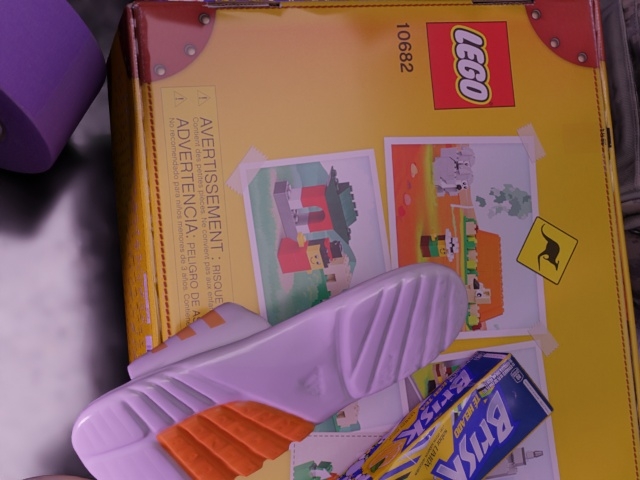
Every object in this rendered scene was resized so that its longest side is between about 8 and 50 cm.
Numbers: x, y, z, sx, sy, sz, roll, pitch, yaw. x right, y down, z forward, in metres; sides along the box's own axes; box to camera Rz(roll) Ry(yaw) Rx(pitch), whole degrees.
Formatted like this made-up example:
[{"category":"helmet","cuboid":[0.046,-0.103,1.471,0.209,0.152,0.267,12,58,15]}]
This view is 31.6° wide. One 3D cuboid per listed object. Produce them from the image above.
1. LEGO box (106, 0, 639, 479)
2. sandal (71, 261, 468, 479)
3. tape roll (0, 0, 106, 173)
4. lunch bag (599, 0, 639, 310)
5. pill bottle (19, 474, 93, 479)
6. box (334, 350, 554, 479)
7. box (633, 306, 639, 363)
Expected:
[{"category":"LEGO box","cuboid":[0.041,0.070,0.900,0.372,0.193,0.500,-4,86,-16]},{"category":"sandal","cuboid":[-0.032,0.080,0.737,0.265,0.076,0.102,-24,123,-6]},{"category":"tape roll","cuboid":[-0.312,-0.166,0.899,0.274,0.275,0.090,30,70,-8]},{"category":"lunch bag","cuboid":[0.337,-0.087,1.032,0.256,0.212,0.305,31,47,-34]},{"category":"pill bottle","cuboid":[-0.198,0.312,0.826,0.146,0.146,0.264,5,35,-15]},{"category":"box","cuboid":[0.075,0.149,0.770,0.169,0.059,0.054,-41,98,-15]},{"category":"box","cuboid":[0.241,0.088,1.130,0.186,0.038,0.145,26,71,-8]}]
